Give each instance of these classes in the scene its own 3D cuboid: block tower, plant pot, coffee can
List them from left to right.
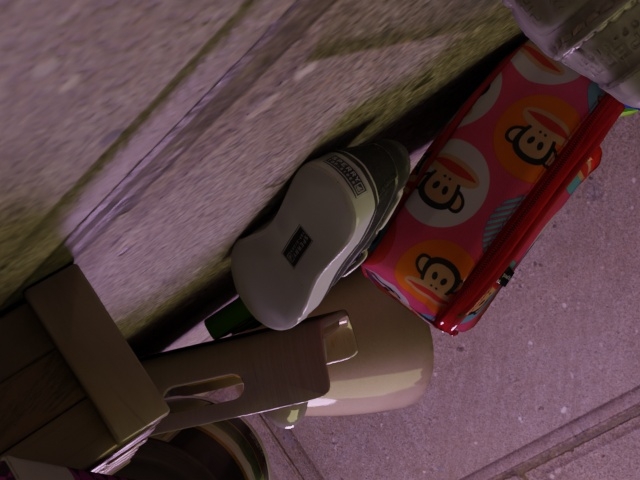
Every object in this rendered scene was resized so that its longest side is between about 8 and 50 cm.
[{"bbox_3d":[-0.171,0.116,0.608,0.097,0.091,0.335,-33,173,-23],"label":"block tower"},{"bbox_3d":[-0.164,0.279,1.008,0.201,0.201,0.275,-35,178,2],"label":"coffee can"},{"bbox_3d":[0.000,0.185,1.592,0.274,0.256,0.256,-12,162,-33],"label":"plant pot"}]

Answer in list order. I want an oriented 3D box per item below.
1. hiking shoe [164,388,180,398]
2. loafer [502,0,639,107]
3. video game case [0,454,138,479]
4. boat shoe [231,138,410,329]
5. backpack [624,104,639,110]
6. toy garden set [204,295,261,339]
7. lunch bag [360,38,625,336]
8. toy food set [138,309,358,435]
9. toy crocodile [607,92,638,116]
[{"bbox_3d":[-0.235,0.231,1.356,0.114,0.086,0.227,-20,166,-9],"label":"hiking shoe"},{"bbox_3d":[0.212,-0.147,0.525,0.319,0.111,0.112,-30,173,-40],"label":"loafer"},{"bbox_3d":[-0.177,0.196,0.471,0.232,0.042,0.210,-37,156,2],"label":"video game case"},{"bbox_3d":[0.000,0.000,0.704,0.070,0.077,0.219,-30,171,-33],"label":"boat shoe"},{"bbox_3d":[0.270,-0.163,0.787,0.098,0.101,0.120,-34,178,10],"label":"backpack"},{"bbox_3d":[-0.007,0.018,0.988,0.204,0.049,0.244,-34,174,7],"label":"toy garden set"},{"bbox_3d":[0.144,-0.050,0.818,0.258,0.120,0.293,-54,173,0],"label":"lunch bag"},{"bbox_3d":[-0.081,0.141,0.969,0.220,0.092,0.306,-14,176,6],"label":"toy food set"},{"bbox_3d":[0.349,-0.211,0.942,0.340,0.105,0.115,-31,175,5],"label":"toy crocodile"}]
